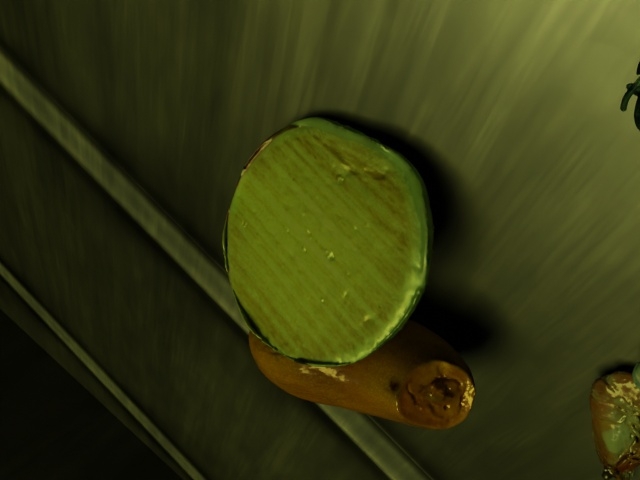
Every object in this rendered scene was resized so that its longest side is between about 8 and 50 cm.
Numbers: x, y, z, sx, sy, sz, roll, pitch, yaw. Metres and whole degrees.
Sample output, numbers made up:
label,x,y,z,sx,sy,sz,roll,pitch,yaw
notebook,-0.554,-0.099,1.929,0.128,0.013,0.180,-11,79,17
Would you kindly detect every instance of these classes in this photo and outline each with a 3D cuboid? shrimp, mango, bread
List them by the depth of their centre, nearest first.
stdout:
label,x,y,z,sx,sy,sz,roll,pitch,yaw
shrimp,0.341,0.218,0.697,0.091,0.043,0.184,17,132,31
bread,-0.001,0.006,0.738,0.301,0.045,0.301,-2,86,37
mango,0.046,0.154,0.825,0.359,0.187,0.144,11,96,39

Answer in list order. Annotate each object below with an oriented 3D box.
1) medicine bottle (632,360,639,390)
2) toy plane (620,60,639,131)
label,x,y,z,sx,sy,sz,roll,pitch,yaw
medicine bottle,0.337,0.072,0.564,0.051,0.051,0.191,27,137,26
toy plane,0.289,-0.132,0.426,0.096,0.060,0.235,33,145,7
